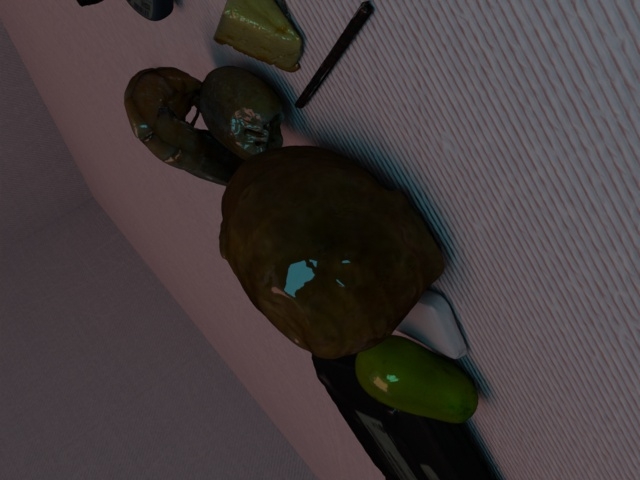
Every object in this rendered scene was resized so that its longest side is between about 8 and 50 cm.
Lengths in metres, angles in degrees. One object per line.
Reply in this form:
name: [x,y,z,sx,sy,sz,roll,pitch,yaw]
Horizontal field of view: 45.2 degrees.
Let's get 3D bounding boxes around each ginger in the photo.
ginger: [-0.004,0.001,0.879,0.269,0.200,0.223,55,164,2]

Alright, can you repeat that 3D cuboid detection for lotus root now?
lotus root: [-0.112,-0.174,1.021,0.192,0.088,0.113,42,140,46]

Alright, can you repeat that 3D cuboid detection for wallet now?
wallet: [0.114,0.091,1.005,0.190,0.033,0.095,24,142,59]

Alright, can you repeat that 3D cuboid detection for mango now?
mango: [0.122,0.182,0.999,0.163,0.089,0.117,28,179,-6]

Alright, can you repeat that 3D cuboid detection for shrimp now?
shrimp: [-0.162,-0.156,1.112,0.075,0.289,0.178,-36,48,38]

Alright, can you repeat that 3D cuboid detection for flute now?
flute: [0.008,-0.189,0.821,0.014,0.014,0.269,56,162,-1]

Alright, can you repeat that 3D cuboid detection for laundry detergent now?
laundry detergent: [-0.235,-0.383,1.037,0.097,0.061,0.206,57,162,5]

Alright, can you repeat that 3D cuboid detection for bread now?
bread: [-0.059,-0.256,0.876,0.109,0.080,0.084,21,164,-8]

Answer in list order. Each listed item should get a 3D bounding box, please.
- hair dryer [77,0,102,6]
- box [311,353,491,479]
hair dryer: [-0.383,-0.497,1.202,0.197,0.089,0.251,60,156,-11]
box: [0.141,0.316,1.237,0.359,0.091,0.350,58,162,-14]
